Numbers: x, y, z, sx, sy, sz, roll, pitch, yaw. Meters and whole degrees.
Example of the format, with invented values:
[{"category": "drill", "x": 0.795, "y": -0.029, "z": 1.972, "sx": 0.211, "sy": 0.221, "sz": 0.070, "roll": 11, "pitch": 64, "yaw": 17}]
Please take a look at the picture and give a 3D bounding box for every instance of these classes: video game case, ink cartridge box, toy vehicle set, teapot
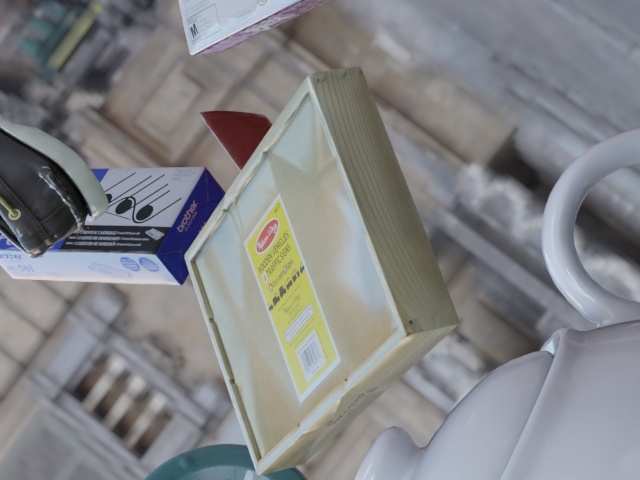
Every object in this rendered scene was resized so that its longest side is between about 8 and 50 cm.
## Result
[{"category": "video game case", "x": -0.066, "y": -0.295, "z": 1.599, "sx": 0.041, "sy": 0.210, "sz": 0.232, "roll": -8, "pitch": 175, "yaw": -34}, {"category": "ink cartridge box", "x": -0.185, "y": -0.013, "z": 1.531, "sx": 0.207, "sy": 0.097, "sz": 0.046, "roll": 0, "pitch": 140, "yaw": 38}, {"category": "toy vehicle set", "x": -0.009, "y": 0.028, "z": 1.103, "sx": 0.267, "sy": 0.035, "sz": 0.166, "roll": -49, "pitch": 56, "yaw": 59}, {"category": "teapot", "x": 0.102, "y": 0.118, "z": 0.650, "sx": 0.187, "sy": 0.252, "sz": 0.256, "roll": 29, "pitch": -147, "yaw": 5}]

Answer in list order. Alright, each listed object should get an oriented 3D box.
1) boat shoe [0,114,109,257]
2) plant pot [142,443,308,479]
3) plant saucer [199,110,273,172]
[{"category": "boat shoe", "x": -0.241, "y": -0.052, "z": 1.230, "sx": 0.227, "sy": 0.068, "sz": 0.081, "roll": 24, "pitch": 149, "yaw": 43}, {"category": "plant pot", "x": -0.080, "y": 0.332, "z": 1.634, "sx": 0.271, "sy": 0.271, "sz": 0.255, "roll": 39, "pitch": 153, "yaw": 33}, {"category": "plant saucer", "x": 0.000, "y": 0.000, "z": 1.537, "sx": 0.258, "sy": 0.047, "sz": 0.259, "roll": 54, "pitch": 180, "yaw": 7}]
